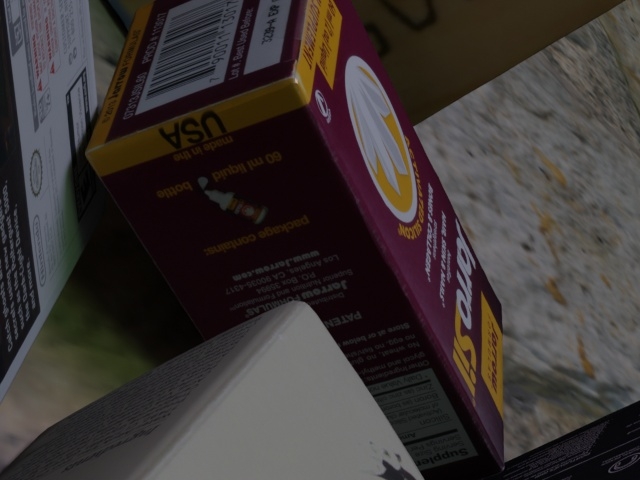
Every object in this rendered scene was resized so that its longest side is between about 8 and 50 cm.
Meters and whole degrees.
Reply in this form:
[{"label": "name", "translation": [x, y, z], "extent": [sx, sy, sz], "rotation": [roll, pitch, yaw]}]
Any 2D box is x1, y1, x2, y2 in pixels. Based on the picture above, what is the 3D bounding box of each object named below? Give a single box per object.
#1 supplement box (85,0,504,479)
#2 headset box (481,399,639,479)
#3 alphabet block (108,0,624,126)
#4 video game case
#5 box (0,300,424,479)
[{"label": "supplement box", "translation": [0.000, 0.000, 0.546], "extent": [0.104, 0.081, 0.188], "rotation": [-83, 149, -52]}, {"label": "headset box", "translation": [0.101, 0.145, 0.430], "extent": [0.131, 0.246, 0.283], "rotation": [60, 25, 0]}, {"label": "alphabet block", "translation": [0.022, -0.160, 0.665], "extent": [0.193, 0.197, 0.192], "rotation": [56, 26, -9]}, {"label": "video game case", "translation": [-0.099, -0.046, 0.405], "extent": [0.173, 0.022, 0.190], "rotation": [-74, 167, -57]}, {"label": "box", "translation": [-0.063, 0.118, 0.322], "extent": [0.094, 0.113, 0.275], "rotation": [58, 27, -8]}]
